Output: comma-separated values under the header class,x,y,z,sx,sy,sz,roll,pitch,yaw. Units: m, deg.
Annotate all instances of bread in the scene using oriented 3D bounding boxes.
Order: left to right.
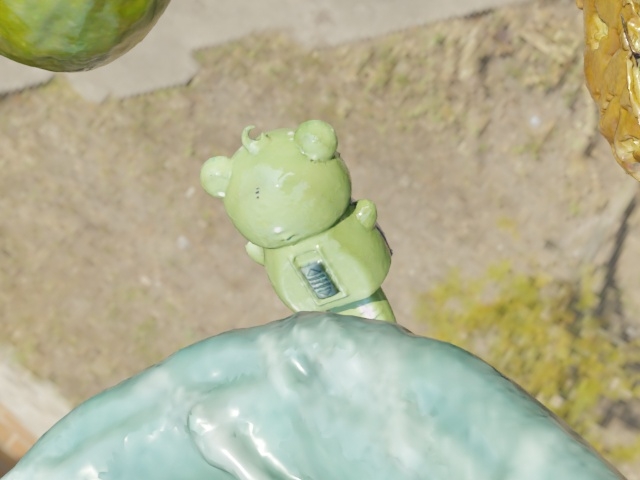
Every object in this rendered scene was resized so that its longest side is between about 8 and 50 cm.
class,x,y,z,sx,sy,sz,roll,pitch,yaw
bread,0.292,-0.171,1.303,0.147,0.160,0.261,180,79,-76

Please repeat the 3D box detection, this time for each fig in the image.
class,x,y,z,sx,sy,sz,roll,pitch,yaw
fig,-0.175,-0.220,1.139,0.167,0.167,0.233,36,137,1

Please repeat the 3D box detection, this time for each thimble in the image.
class,x,y,z,sx,sy,sz,roll,pitch,yaw
thimble,-0.004,0.131,0.378,0.235,0.198,0.143,-10,149,26

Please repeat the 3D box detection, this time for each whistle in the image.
class,x,y,z,sx,sy,sz,roll,pitch,yaw
whistle,0.000,0.000,1.173,0.105,0.085,0.227,-20,128,17
